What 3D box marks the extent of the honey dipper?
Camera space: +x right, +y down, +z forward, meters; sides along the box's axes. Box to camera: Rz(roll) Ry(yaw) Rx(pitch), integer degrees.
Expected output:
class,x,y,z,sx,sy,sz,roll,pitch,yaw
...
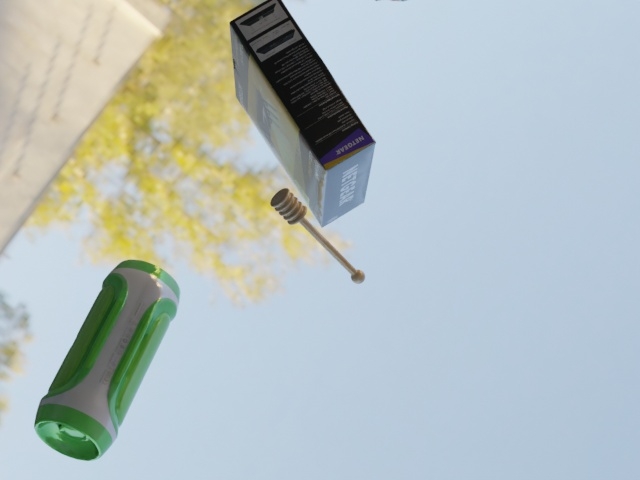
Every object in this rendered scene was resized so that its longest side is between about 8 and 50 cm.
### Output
class,x,y,z,sx,sy,sz,roll,pitch,yaw
honey dipper,0.000,0.000,1.795,0.030,0.160,0.030,-33,-153,20

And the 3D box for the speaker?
class,x,y,z,sx,sy,sz,roll,pitch,yaw
speaker,-0.313,0.174,2.192,0.131,0.131,0.296,-19,-143,45

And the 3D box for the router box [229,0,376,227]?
class,x,y,z,sx,sy,sz,roll,pitch,yaw
router box,-0.027,-0.170,2.050,0.081,0.243,0.309,-32,169,-8
